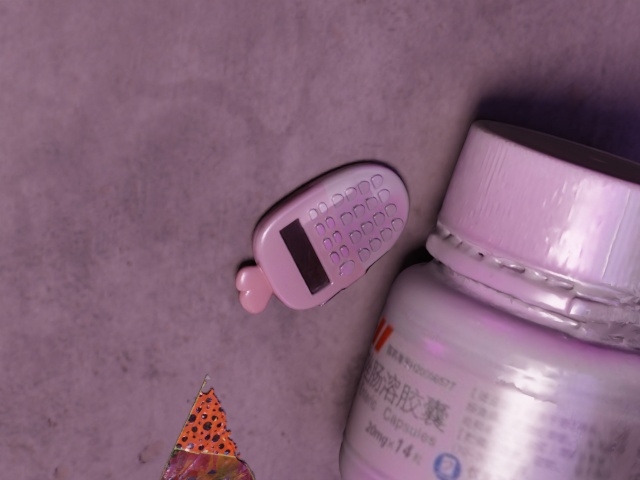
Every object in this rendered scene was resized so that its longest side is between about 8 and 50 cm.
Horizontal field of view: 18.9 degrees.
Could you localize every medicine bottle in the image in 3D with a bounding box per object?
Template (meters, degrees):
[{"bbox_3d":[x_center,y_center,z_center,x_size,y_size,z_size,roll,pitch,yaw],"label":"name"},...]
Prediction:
[{"bbox_3d":[0.172,0.086,1.555,0.256,0.256,0.325,10,103,-31],"label":"medicine bottle"}]

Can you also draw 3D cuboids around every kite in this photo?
[{"bbox_3d":[-0.107,0.226,1.644,0.125,0.008,0.222,-29,125,-7],"label":"kite"}]

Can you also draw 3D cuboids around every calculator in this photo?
[{"bbox_3d":[0.000,0.000,1.566,0.166,0.024,0.103,-33,126,-10],"label":"calculator"}]
